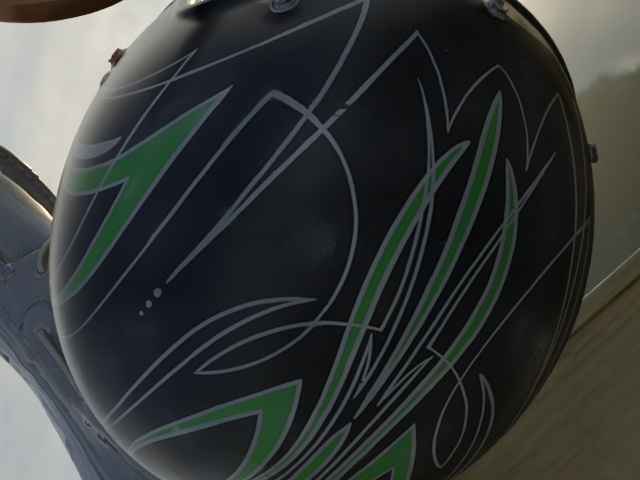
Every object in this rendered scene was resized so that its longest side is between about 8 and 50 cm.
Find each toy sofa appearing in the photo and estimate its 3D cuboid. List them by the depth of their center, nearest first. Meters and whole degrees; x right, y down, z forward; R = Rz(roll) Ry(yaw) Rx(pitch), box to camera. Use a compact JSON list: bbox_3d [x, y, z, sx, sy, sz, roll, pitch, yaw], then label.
[{"bbox_3d":[0.229,0.117,1.221,0.362,0.150,0.177,-47,-16,33],"label":"toy sofa"}]

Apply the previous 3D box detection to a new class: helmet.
[{"bbox_3d":[0.000,0.000,0.489,0.161,0.169,0.169,15,95,65],"label":"helmet"}]

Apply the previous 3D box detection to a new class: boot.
[{"bbox_3d":[-0.100,0.027,0.799,0.095,0.258,0.123,-26,-15,-48],"label":"boot"}]

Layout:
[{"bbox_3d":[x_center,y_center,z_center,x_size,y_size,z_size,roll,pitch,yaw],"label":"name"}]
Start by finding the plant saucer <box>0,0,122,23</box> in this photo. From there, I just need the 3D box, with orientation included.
[{"bbox_3d":[-0.084,-0.094,0.476,0.013,0.083,0.083,93,-169,-45],"label":"plant saucer"}]
